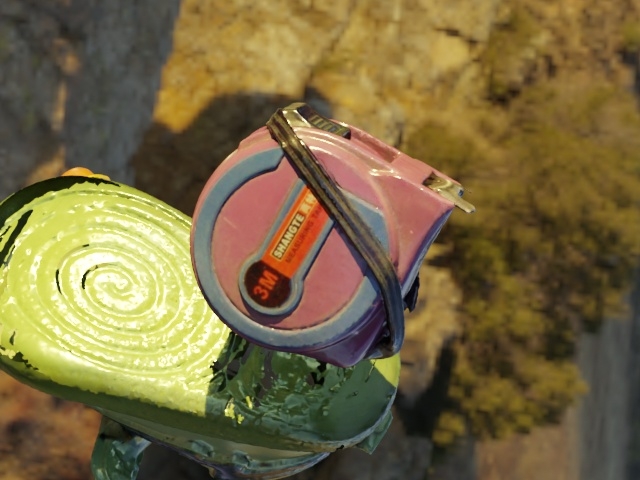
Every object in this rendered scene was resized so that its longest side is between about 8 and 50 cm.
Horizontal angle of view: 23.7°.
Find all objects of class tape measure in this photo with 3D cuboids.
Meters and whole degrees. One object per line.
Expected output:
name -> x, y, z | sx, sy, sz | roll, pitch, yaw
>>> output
tape measure -> 0.000, 0.000, 0.759 | 0.118, 0.125, 0.074 | -59, 174, 16

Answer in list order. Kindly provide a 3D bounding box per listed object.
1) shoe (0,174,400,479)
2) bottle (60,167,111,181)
shoe -> -0.085, 0.067, 0.880 | 0.128, 0.262, 0.140 | 100, 7, -47
bottle -> -0.120, 0.006, 1.087 | 0.069, 0.187, 0.069 | -37, 149, -27
